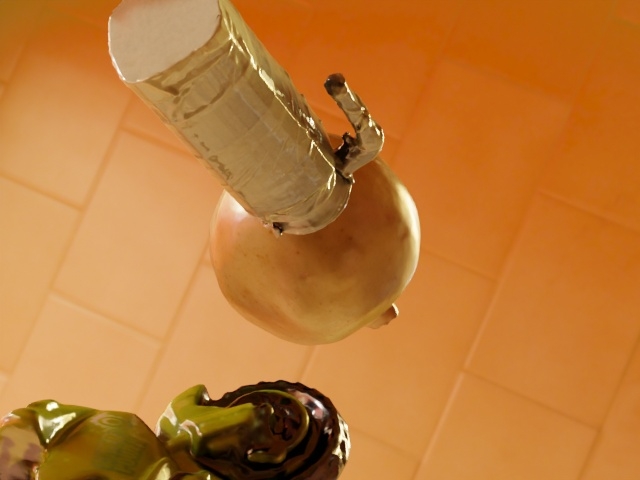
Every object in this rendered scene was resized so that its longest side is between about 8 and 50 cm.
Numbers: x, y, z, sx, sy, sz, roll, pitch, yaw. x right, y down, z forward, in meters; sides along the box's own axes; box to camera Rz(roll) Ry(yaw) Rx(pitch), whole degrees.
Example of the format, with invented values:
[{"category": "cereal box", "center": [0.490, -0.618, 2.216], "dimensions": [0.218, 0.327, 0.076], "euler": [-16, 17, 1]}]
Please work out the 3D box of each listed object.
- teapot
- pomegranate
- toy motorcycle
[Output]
[{"category": "teapot", "center": [-0.035, -0.086, 0.761], "dimensions": [0.200, 0.107, 0.077], "euler": [49, -164, -52]}, {"category": "pomegranate", "center": [-0.006, -0.005, 1.238], "dimensions": [0.233, 0.233, 0.233], "euler": [24, 177, 1]}, {"category": "toy motorcycle", "center": [-0.099, 0.184, 0.561], "dimensions": [0.206, 0.342, 0.142], "euler": [-8, 126, 11]}]
